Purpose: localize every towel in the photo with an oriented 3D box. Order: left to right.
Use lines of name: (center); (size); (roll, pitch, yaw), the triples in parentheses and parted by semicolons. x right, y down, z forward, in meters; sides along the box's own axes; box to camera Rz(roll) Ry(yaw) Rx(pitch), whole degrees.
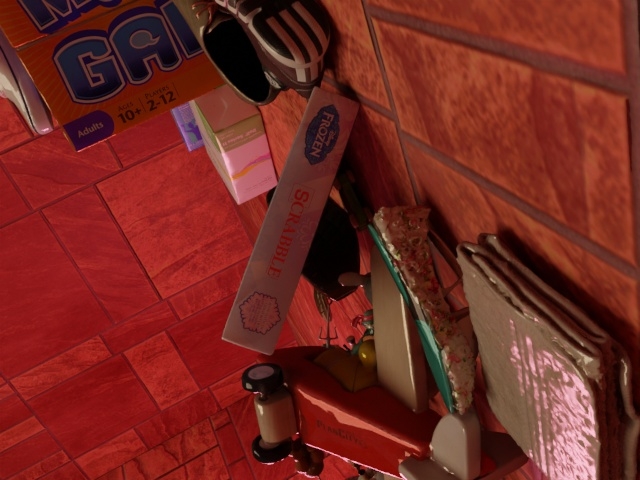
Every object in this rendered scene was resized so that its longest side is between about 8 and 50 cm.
towel: (0.209, 0.135, 0.604); (0.187, 0.049, 0.282); (54, 168, 49)

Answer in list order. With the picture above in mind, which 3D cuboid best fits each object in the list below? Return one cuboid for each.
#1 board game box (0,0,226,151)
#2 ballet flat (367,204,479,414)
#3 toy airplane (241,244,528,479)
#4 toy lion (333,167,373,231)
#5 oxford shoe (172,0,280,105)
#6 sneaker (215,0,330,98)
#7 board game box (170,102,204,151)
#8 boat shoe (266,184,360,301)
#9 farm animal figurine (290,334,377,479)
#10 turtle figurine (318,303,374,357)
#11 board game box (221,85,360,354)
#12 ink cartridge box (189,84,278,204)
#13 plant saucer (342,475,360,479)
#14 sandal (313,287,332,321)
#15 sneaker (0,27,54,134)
board game box: (-0.358, -0.431, 1.123); (0.356, 0.356, 0.356); (48, 163, 55)
ballet flat: (0.129, 0.067, 0.710); (0.091, 0.077, 0.241); (99, 148, -87)
toy airplane: (0.109, 0.234, 0.917); (0.384, 0.272, 0.386); (50, 132, 11)
toy lion: (0.046, -0.060, 0.993); (0.100, 0.034, 0.096); (64, 178, -8)
oxford shoe: (-0.148, -0.346, 0.906); (0.348, 0.123, 0.130); (55, -172, -21)
sneaker: (-0.084, -0.288, 0.835); (0.281, 0.106, 0.162); (58, 173, 21)
board game box: (-0.296, -0.339, 1.637); (0.047, 0.160, 0.210); (56, 168, 35)
boat shoe: (0.000, 0.000, 1.172); (0.120, 0.122, 0.324); (64, 180, -38)
farm animal figurine: (0.105, 0.375, 1.312); (0.326, 0.330, 0.172); (10, 137, 38)
turtle figurine: (0.104, 0.212, 1.180); (0.175, 0.118, 0.234); (-17, 89, 38)
board game box: (-0.050, -0.009, 0.904); (0.065, 0.318, 0.318); (20, 172, -4)
ink cartridge box: (-0.210, -0.235, 1.582); (0.207, 0.119, 0.353); (57, 169, 28)
plant saucer: (0.202, 0.562, 1.311); (0.400, 0.101, 0.400); (25, 176, 2)
sandal: (0.011, 0.116, 1.611); (0.072, 0.049, 0.180); (-165, 63, -70)
sneaker: (-0.529, -0.284, 1.071); (0.258, 0.091, 0.094); (63, 170, -5)
